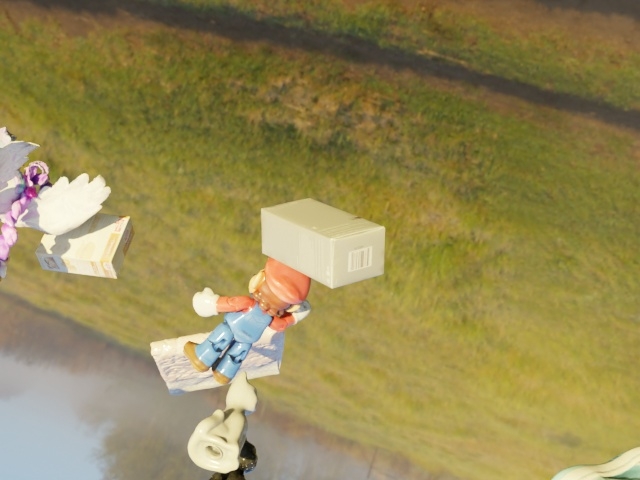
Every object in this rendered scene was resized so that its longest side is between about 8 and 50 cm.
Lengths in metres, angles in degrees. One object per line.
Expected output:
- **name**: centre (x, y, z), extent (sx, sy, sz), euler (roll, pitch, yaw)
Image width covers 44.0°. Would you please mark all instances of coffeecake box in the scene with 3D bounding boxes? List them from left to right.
- **coffeecake box**: centre (-0.555, 0.006, 1.880), extent (0.185, 0.142, 0.068), euler (7, 141, 7)

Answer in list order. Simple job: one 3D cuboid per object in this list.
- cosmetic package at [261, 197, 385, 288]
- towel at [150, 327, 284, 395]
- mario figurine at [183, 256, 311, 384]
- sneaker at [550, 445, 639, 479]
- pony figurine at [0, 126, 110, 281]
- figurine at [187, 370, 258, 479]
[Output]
- **cosmetic package**: centre (0.000, 0.000, 1.480), extent (0.127, 0.107, 0.238), euler (-15, -154, -35)
- **towel**: centre (-0.260, 0.312, 2.082), extent (0.331, 0.054, 0.317), euler (-10, 152, -9)
- **mario figurine**: centre (-0.148, 0.146, 1.702), extent (0.170, 0.320, 0.198), euler (44, -175, 21)
- **sneaker**: centre (0.478, 0.401, 1.115), extent (0.318, 0.127, 0.208), euler (-2, -160, -36)
- **pony figurine**: centre (-0.692, -0.094, 1.734), extent (0.363, 0.351, 0.302), euler (48, -173, 37)
- **figurine**: centre (-0.158, 0.362, 1.390), extent (0.092, 0.215, 0.209), euler (7, -157, 9)
